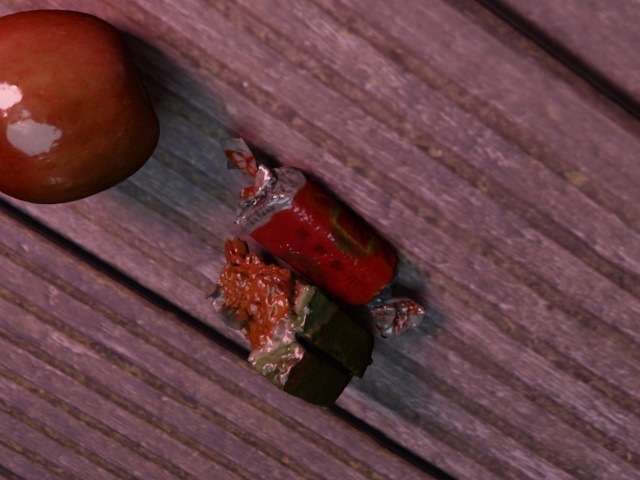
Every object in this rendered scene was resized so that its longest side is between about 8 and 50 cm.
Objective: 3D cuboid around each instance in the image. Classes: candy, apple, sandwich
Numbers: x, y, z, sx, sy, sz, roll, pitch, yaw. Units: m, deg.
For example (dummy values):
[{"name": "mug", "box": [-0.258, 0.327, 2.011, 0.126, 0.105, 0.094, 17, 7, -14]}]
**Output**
[{"name": "candy", "box": [0.000, 0.000, 1.151, 0.292, 0.059, 0.086, 40, 126, -18]}, {"name": "apple", "box": [-0.244, -0.125, 1.047, 0.168, 0.181, 0.181, -21, 123, 1]}, {"name": "sandwich", "box": [-0.037, 0.096, 1.193, 0.160, 0.109, 0.185, 29, 171, 27]}]
